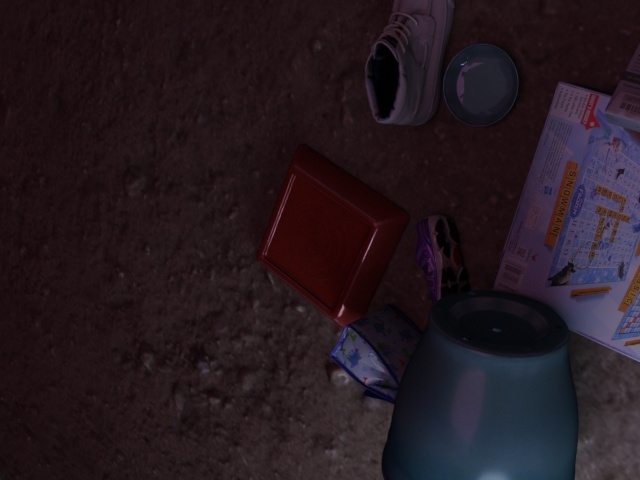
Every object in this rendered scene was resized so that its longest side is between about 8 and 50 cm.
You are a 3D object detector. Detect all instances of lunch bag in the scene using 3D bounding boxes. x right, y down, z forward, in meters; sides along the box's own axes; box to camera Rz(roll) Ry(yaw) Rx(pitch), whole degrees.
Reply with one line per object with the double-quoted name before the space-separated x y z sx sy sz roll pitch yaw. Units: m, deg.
"lunch bag" 0.115 0.194 1.170 0.151 0.128 0.096 39 125 23

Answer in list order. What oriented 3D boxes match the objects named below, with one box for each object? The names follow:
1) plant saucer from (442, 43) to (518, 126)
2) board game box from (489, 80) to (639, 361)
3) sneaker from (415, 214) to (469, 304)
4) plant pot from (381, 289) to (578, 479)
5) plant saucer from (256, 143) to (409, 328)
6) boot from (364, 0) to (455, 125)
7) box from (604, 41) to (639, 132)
"plant saucer" 0.238 -0.228 1.055 0.119 0.021 0.119 9 106 36
"board game box" 0.417 -0.012 0.934 0.318 0.066 0.319 27 114 31
"sneaker" 0.187 0.045 1.138 0.071 0.068 0.170 -12 84 54
"plant pot" 0.227 0.218 0.978 0.271 0.271 0.255 18 118 33
"plant saucer" 0.000 0.000 1.271 0.259 0.047 0.258 36 119 26
"boot" 0.128 -0.299 1.059 0.095 0.123 0.258 8 104 36
"box" 0.447 -0.205 0.842 0.145 0.038 0.186 26 90 31
